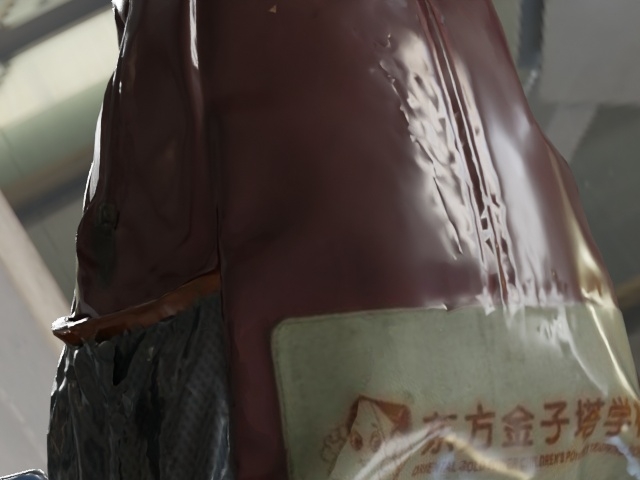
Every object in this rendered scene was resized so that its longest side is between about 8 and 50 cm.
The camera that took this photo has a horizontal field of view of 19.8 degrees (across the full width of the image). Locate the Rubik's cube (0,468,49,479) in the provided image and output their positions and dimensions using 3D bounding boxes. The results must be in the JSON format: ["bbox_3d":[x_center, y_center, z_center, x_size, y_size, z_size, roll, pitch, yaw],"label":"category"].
[{"bbox_3d":[-0.190,0.265,0.913,0.205,0.207,0.205,-13,-151,-27],"label":"Rubik's cube"}]

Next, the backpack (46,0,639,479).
[{"bbox_3d":[0.000,0.000,0.812,0.197,0.283,0.317,-20,-104,43],"label":"backpack"}]
